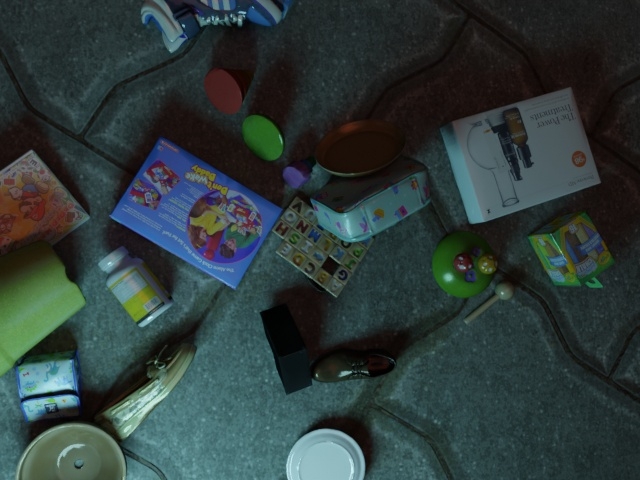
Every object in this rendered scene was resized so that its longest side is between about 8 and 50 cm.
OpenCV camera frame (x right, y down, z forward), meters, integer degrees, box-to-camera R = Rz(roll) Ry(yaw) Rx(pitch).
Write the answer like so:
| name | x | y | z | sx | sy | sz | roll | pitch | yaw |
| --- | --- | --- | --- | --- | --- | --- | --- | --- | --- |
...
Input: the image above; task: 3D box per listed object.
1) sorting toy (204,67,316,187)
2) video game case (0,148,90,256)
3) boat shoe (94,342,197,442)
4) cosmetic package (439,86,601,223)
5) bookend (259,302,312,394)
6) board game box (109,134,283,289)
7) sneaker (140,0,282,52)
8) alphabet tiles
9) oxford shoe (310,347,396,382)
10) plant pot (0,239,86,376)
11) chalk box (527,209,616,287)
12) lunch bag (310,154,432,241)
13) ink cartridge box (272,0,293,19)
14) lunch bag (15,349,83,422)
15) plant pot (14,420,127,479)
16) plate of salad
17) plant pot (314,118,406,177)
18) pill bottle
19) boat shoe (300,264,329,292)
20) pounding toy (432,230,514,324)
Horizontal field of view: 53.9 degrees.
| name | x | y | z | sx | sy | sz | roll | pitch | yaw |
| --- | --- | --- | --- | --- | --- | --- | --- | --- | --- |
| sorting toy | -0.133 | -0.307 | 1.616 | 0.365 | 0.127 | 0.126 | 50 | 49 | -8 |
| video game case | -0.701 | -0.066 | 1.479 | 0.227 | 0.026 | 0.206 | -39 | 110 | -12 |
| boat shoe | -0.410 | 0.346 | 1.497 | 0.089 | 0.104 | 0.285 | 43 | 80 | -9 |
| cosmetic package | 0.552 | -0.234 | 1.738 | 0.377 | 0.097 | 0.284 | -18 | 93 | -12 |
| bookend | -0.086 | 0.272 | 1.574 | 0.072 | 0.156 | 0.157 | -18 | 134 | -12 |
| board game box | -0.303 | -0.066 | 1.559 | 0.347 | 0.078 | 0.233 | 32 | 81 | -8 |
| sneaker | -0.285 | -0.554 | 1.582 | 0.323 | 0.130 | 0.236 | 27 | 91 | -13 |
| alphabet tiles | 0.000 | 0.000 | 1.629 | 0.237 | 0.009 | 0.198 | 37 | 67 | -7 |
| oxford shoe | 0.085 | 0.318 | 1.605 | 0.227 | 0.096 | 0.082 | -9 | 90 | -10 |
| plant pot | -0.678 | 0.134 | 1.393 | 0.254 | 0.276 | 0.276 | -35 | 94 | -23 |
| chalk box | 0.696 | 0.045 | 1.728 | 0.132 | 0.132 | 0.213 | -30 | 91 | -12 |
| lunch bag | 0.128 | -0.113 | 1.576 | 0.279 | 0.224 | 0.108 | -29 | 117 | -18 |
| ink cartridge box | -0.135 | -0.694 | 1.634 | 0.191 | 0.082 | 0.139 | 33 | 81 | -9 |
| lunch bag | -0.625 | 0.343 | 1.463 | 0.129 | 0.096 | 0.151 | -5 | 99 | -12 |
| plant pot | -0.564 | 0.529 | 1.451 | 0.237 | 0.110 | 0.237 | 1 | 87 | -11 |
| plate of salad | 0.013 | 0.573 | 1.598 | 0.200 | 0.048 | 0.199 | 0 | 92 | -2 |
| plant pot | 0.103 | -0.231 | 1.605 | 0.236 | 0.236 | 0.032 | -27 | 131 | -12 |
| pill bottle | -0.444 | 0.107 | 1.506 | 0.103 | 0.103 | 0.184 | -38 | 94 | -11 |
| boat shoe | -0.022 | 0.079 | 1.627 | 0.049 | 0.042 | 0.133 | -38 | 93 | -9 |
| pounding toy | 0.415 | 0.085 | 1.679 | 0.183 | 0.110 | 0.237 | -32 | 93 | -12 |
